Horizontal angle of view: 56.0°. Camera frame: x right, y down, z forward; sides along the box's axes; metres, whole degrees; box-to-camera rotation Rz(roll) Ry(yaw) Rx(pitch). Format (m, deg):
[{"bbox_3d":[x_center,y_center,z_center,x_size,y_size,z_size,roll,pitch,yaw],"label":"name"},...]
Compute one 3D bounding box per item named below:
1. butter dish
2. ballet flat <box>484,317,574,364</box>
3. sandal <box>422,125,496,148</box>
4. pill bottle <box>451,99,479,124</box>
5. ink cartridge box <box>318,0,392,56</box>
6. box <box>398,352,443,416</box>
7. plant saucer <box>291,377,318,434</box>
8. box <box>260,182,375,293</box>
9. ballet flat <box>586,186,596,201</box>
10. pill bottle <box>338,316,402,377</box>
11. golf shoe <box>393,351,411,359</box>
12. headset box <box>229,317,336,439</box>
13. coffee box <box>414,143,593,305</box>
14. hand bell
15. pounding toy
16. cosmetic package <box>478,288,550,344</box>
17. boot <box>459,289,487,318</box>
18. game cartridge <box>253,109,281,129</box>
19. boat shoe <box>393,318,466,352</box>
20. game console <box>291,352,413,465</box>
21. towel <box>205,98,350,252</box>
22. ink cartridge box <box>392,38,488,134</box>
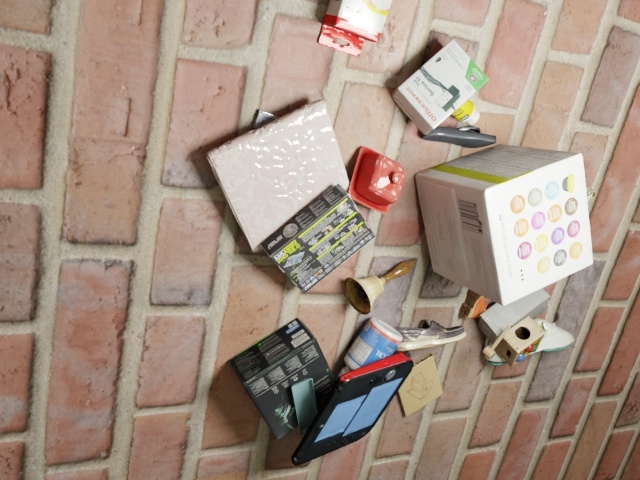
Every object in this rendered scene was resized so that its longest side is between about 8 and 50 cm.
[{"bbox_3d":[0.178,-0.169,1.668,0.160,0.118,0.159,23,77,-34],"label":"butter dish"},{"bbox_3d":[0.781,0.357,2.230,0.401,0.139,0.139,-9,116,-22],"label":"ballet flat"},{"bbox_3d":[0.416,-0.315,1.762,0.255,0.097,0.054,4,83,-29],"label":"sandal"},{"bbox_3d":[0.406,-0.382,1.737,0.116,0.065,0.065,26,99,-33],"label":"pill bottle"},{"bbox_3d":[0.096,-0.580,1.486,0.134,0.078,0.230,9,108,-29],"label":"ink cartridge box"},{"bbox_3d":[0.348,0.512,2.136,0.165,0.021,0.201,-27,121,-14],"label":"box"},{"bbox_3d":[-0.044,0.488,1.774,0.067,0.018,0.191,-19,119,-19],"label":"plant saucer"},{"bbox_3d":[0.000,0.000,1.668,0.270,0.060,0.216,-39,138,-1],"label":"box"},{"bbox_3d":[0.887,-0.139,2.093,0.168,0.052,0.057,-30,122,-11],"label":"ballet flat"},{"bbox_3d":[0.153,0.365,1.911,0.124,0.124,0.221,28,98,-33],"label":"pill bottle"},{"bbox_3d":[0.239,0.449,2.030,0.198,0.077,0.094,-45,135,6],"label":"golf shoe"},{"bbox_3d":[-0.094,0.421,1.808,0.246,0.131,0.283,-32,122,-11],"label":"headset box"},{"bbox_3d":[0.529,-0.066,1.749,0.335,0.338,0.337,-21,110,-18],"label":"coffee box"},{"bbox_3d":[0.201,0.117,1.856,0.242,0.126,0.126,-28,123,-28],"label":"hand bell"},{"bbox_3d":[0.655,0.357,2.036,0.206,0.094,0.181,-31,149,-15],"label":"pounding toy"},{"bbox_3d":[0.677,0.252,2.114,0.238,0.107,0.127,-32,149,-7],"label":"cosmetic package"},{"bbox_3d":[0.548,0.202,2.079,0.085,0.059,0.157,9,116,-32],"label":"boot"},{"bbox_3d":[-0.129,-0.296,1.539,0.083,0.017,0.055,15,101,-31],"label":"game cartridge"},{"bbox_3d":[0.363,0.308,2.008,0.286,0.103,0.092,-7,82,-24],"label":"boat shoe"},{"bbox_3d":[0.105,0.515,1.840,0.342,0.060,0.386,-8,133,-48],"label":"game console"},{"bbox_3d":[-0.094,-0.167,1.582,0.332,0.053,0.316,-29,126,-12],"label":"towel"},{"bbox_3d":[0.322,-0.413,1.633,0.208,0.087,0.153,-42,91,-4],"label":"ink cartridge box"}]
